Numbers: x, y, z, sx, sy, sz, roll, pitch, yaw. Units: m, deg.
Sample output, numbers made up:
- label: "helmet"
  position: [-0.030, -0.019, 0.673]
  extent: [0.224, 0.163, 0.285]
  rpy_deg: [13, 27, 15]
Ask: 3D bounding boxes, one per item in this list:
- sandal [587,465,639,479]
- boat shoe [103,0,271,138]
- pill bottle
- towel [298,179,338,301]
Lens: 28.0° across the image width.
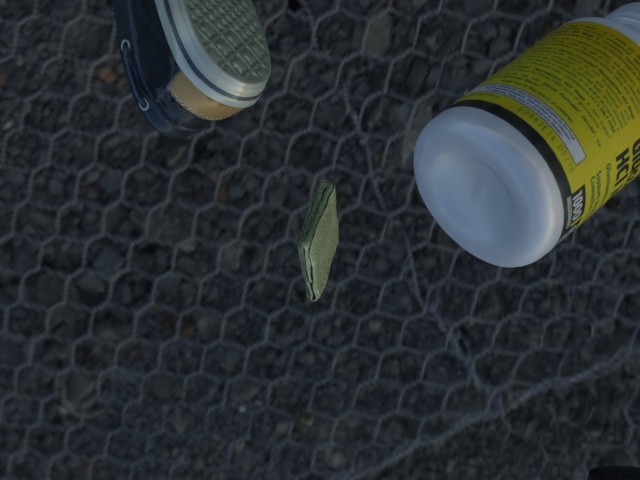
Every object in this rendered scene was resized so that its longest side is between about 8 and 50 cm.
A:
- label: "sandal"
  position: [0.207, 0.142, 0.593]
  extent: [0.097, 0.254, 0.054]
  rpy_deg: [6, 97, -26]
- label: "boat shoe"
  position: [-0.191, -0.335, 1.563]
  extent: [0.187, 0.500, 0.156]
  rpy_deg: [14, 138, -41]
- label: "pill bottle"
  position: [0.276, -0.130, 1.423]
  extent: [0.188, 0.334, 0.188]
  rpy_deg: [35, 146, 28]
- label: "towel"
  position: [0.000, 0.000, 1.739]
  extent: [0.027, 0.148, 0.110]
  rpy_deg: [3, 132, 13]
